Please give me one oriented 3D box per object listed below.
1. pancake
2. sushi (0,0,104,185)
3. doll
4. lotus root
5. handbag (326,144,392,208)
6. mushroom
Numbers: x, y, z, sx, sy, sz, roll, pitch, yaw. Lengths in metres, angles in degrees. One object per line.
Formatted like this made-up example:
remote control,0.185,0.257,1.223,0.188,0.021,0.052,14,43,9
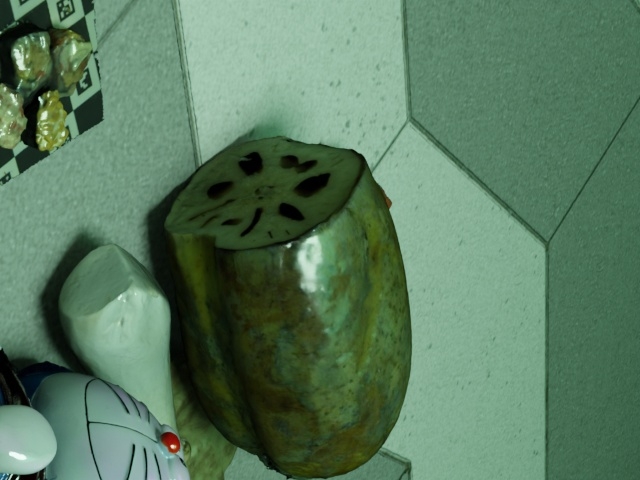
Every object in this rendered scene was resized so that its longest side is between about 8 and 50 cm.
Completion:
pancake,-0.158,0.221,1.865,0.236,0.042,0.222,-36,129,-47
sushi,-0.250,-0.135,1.505,0.210,0.040,0.192,-36,136,-43
doll,-0.255,0.215,1.531,0.240,0.284,0.310,-37,140,21
lotus root,-0.022,0.087,1.786,0.250,0.250,0.346,-37,130,-43
handbag,0.000,0.000,1.970,0.190,0.063,0.127,-59,148,-10
mushroom,-0.183,0.116,1.692,0.103,0.118,0.270,-18,134,-4
